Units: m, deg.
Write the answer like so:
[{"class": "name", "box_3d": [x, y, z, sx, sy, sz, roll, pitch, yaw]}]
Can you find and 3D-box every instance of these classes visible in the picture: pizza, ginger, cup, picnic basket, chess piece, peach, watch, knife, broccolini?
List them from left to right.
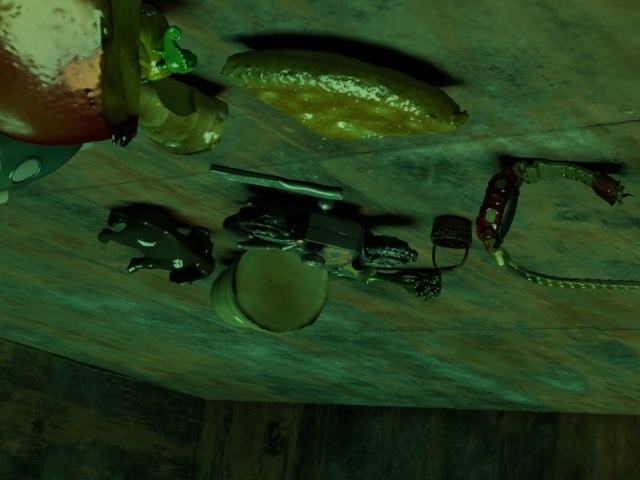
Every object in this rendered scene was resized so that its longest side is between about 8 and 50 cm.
[{"class": "peach", "box_3d": [-0.255, -0.223, 0.965, 0.201, 0.258, 0.362, 3, 168, -2]}, {"class": "cup", "box_3d": [-0.368, -0.149, 1.439, 0.173, 0.167, 0.300, -20, 153, -45]}, {"class": "ginger", "box_3d": [-0.222, -0.166, 1.432, 0.131, 0.086, 0.294, 4, 174, 36]}, {"class": "chess piece", "box_3d": [-0.120, 0.099, 2.231, 0.182, 0.182, 0.330, 13, 169, -17]}, {"class": "knife", "box_3d": [-0.067, -0.088, 1.798, 0.210, 0.015, 0.028, 11, 171, -5]}, {"class": "pizza", "box_3d": [0.027, -0.170, 1.385, 0.292, 0.058, 0.197, 11, 165, -2]}, {"class": "broccolini", "box_3d": [0.121, 0.079, 2.208, 0.216, 0.058, 0.067, 5, 167, 15]}, {"class": "picnic basket", "box_3d": [0.206, 0.009, 1.868, 0.072, 0.083, 0.072, 8, 165, 2]}, {"class": "watch", "box_3d": [0.341, -0.018, 1.551, 0.268, 0.165, 0.102, 6, 165, 17]}]

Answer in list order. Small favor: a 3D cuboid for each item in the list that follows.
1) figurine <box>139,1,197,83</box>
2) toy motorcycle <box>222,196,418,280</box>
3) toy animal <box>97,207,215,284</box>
[{"class": "figurine", "box_3d": [-0.210, -0.227, 1.260, 0.156, 0.095, 0.115, 21, 149, 26]}, {"class": "toy motorcycle", "box_3d": [0.000, 0.000, 1.914, 0.307, 0.108, 0.173, 15, 169, -13]}, {"class": "toy animal", "box_3d": [-0.285, 0.021, 2.107, 0.146, 0.115, 0.245, -2, 162, 33]}]
